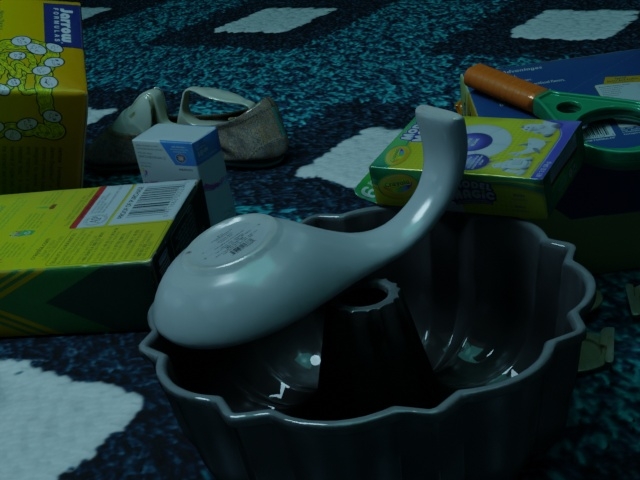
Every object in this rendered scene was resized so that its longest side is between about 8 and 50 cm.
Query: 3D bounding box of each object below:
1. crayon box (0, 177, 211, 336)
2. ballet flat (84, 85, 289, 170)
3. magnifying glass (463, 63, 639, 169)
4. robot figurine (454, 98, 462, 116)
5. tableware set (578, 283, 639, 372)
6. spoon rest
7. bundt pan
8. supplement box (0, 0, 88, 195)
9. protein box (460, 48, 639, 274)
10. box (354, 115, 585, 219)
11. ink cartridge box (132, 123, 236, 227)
[{"bbox_3d":[-0.294,0.018,1.108,0.319,0.081,0.202,-3,26,11],"label":"crayon box"},{"bbox_3d":[-0.193,-0.158,1.435,0.316,0.106,0.107,-1,25,18],"label":"ballet flat"},{"bbox_3d":[0.222,-0.119,0.963,0.092,0.026,0.231,-29,41,-26],"label":"magnifying glass"},{"bbox_3d":[0.318,-0.147,1.260,0.291,0.085,0.211,5,31,28],"label":"robot figurine"},{"bbox_3d":[0.257,0.067,0.891,0.169,0.020,0.141,-5,25,6],"label":"tableware set"},{"bbox_3d":[0.000,0.000,0.783,0.276,0.084,0.137,-33,30,-18],"label":"spoon rest"},{"bbox_3d":[0.039,0.093,0.784,0.331,0.124,0.331,-7,24,3],"label":"bundt pan"},{"bbox_3d":[-0.474,-0.172,1.286,0.357,0.195,0.194,0,47,-17],"label":"supplement box"},{"bbox_3d":[0.255,-0.078,1.036,0.200,0.136,0.201,-8,33,2],"label":"protein box"},{"bbox_3d":[0.124,-0.067,0.895,0.179,0.043,0.105,4,35,32],"label":"box"},{"bbox_3d":[-0.155,-0.068,1.205,0.089,0.122,0.052,6,32,31],"label":"ink cartridge box"}]
